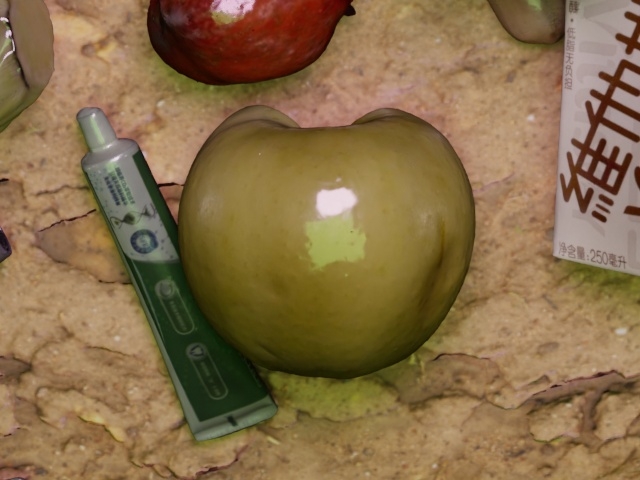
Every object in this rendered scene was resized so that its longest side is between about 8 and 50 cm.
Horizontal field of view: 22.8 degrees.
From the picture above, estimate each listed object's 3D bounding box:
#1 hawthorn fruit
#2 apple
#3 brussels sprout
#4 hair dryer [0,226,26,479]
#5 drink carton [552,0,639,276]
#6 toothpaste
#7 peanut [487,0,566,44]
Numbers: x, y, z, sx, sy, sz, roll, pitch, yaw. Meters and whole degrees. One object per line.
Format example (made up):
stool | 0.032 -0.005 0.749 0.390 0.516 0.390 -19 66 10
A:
hawthorn fruit | -0.061 -0.235 1.518 0.202 0.185 0.185 3 109 -19
apple | 0.006 0.005 1.557 0.295 0.233 0.258 2 104 0
brussels sprout | -0.384 -0.183 1.518 0.244 0.244 0.244 0 109 0
hair dryer | -0.398 0.164 1.700 0.301 0.121 0.361 -33 115 2
drink carton | 0.339 -0.123 1.526 0.194 0.132 0.325 13 111 34
toothpaste | -0.161 0.036 1.662 0.098 0.061 0.392 -21 110 7
peanut | 0.194 -0.257 1.554 0.076 0.076 0.152 -31 108 10
